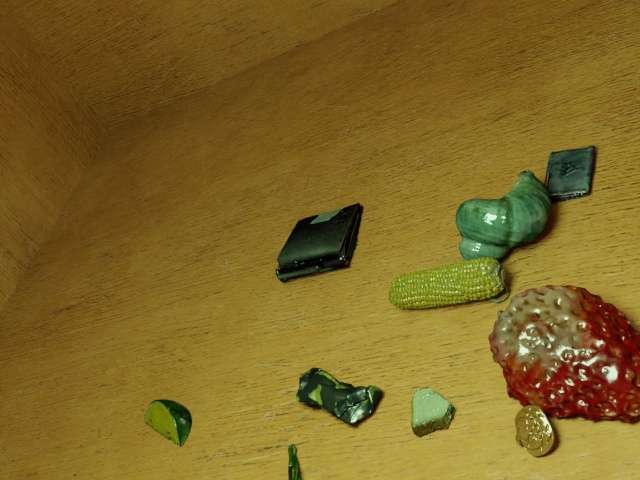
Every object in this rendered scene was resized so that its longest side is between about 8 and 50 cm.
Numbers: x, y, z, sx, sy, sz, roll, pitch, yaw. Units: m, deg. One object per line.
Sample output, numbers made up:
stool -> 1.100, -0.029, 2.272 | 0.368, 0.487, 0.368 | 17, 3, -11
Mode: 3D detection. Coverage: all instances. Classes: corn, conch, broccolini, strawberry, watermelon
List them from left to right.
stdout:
watermelon -> -0.401, 0.454, 1.998 | 0.181, 0.075, 0.092 | 17, 64, 49
broccolini -> -0.062, 0.503, 1.643 | 0.073, 0.058, 0.201 | -27, 35, 4
corn -> 0.290, 0.103, 1.771 | 0.293, 0.106, 0.106 | -12, 41, 36
conch -> 0.414, -0.047, 1.781 | 0.277, 0.195, 0.220 | -60, 3, 6
strawberry -> 0.470, 0.199, 1.440 | 0.265, 0.149, 0.336 | -45, 35, -14

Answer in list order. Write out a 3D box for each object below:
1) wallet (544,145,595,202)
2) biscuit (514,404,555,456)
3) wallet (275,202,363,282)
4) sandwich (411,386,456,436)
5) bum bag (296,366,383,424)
wallet -> 0.602, -0.161, 1.859 | 0.111, 0.030, 0.166 | -5, 47, 32
biscuit -> 0.389, 0.351, 1.414 | 0.078, 0.015, 0.091 | -44, 52, 27
wallet -> 0.000, 0.000, 2.189 | 0.220, 0.071, 0.262 | -17, 32, 29
sandwich -> 0.230, 0.345, 1.585 | 0.093, 0.036, 0.105 | -25, 34, 20
bum bag -> 0.031, 0.347, 1.742 | 0.232, 0.060, 0.107 | 8, 45, 44
